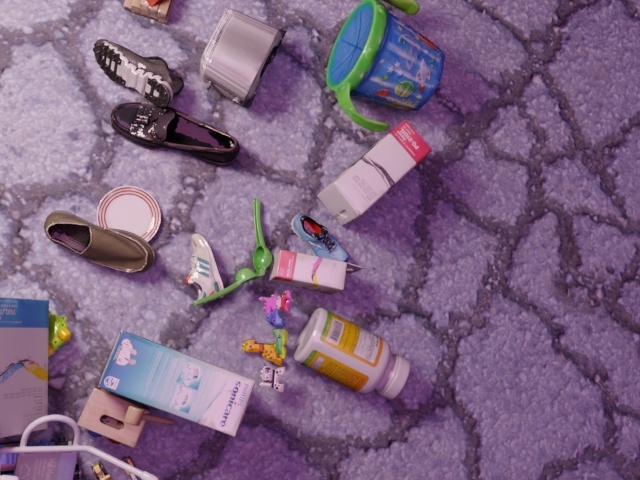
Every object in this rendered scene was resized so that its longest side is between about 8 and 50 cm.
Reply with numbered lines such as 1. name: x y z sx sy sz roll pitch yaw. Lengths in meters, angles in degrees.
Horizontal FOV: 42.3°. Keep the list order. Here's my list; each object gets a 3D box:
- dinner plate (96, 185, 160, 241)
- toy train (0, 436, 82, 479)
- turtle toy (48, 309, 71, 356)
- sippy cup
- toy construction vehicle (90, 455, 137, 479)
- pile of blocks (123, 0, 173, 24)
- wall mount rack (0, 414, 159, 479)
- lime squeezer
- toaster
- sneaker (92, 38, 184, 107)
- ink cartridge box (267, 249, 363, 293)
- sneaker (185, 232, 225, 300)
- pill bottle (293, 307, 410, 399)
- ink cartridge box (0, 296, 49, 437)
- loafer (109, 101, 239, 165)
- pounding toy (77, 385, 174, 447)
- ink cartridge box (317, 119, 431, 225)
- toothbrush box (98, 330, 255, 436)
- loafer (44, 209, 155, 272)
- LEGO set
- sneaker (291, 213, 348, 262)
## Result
1. dinner plate: -0.432 -0.053 1.867 0.141 0.017 0.141 2 83 -14
2. toy train: -0.594 0.468 1.727 0.184 0.080 0.105 -2 77 -14
3. turtle toy: -0.590 0.211 1.766 0.095 0.066 0.130 41 77 18
4. sippy cup: 0.164 -0.422 1.971 0.224 0.240 0.305 21 109 -21
5. toy construction vehicle: -0.436 0.511 1.781 0.086 0.035 0.098 -26 90 -16
6. pile of blocks: -0.320 -0.669 1.928 0.149 0.112 0.362 41 75 -6
7. wall mount rack: -0.498 0.520 1.643 0.304 0.130 0.350 6 116 -24
8. lime squeezer: -0.170 0.051 1.876 0.110 0.058 0.310 49 54 -31
9. toaster: -0.185 -0.434 1.923 0.146 0.129 0.227 26 79 -7
10. sneaker: -0.410 -0.390 1.891 0.234 0.078 0.106 34 39 11
11. ink cartridge box: -0.012 0.078 1.904 0.198 0.115 0.067 11 79 -12
12. sneaker: -0.274 0.064 1.870 0.075 0.057 0.161 -20 91 -21
13. pill bottle: 0.075 0.266 1.890 0.245 0.136 0.136 28 77 -9
14. ink cartridge box: -0.676 0.251 1.641 0.198 0.197 0.270 -4 83 14
15. loafer: -0.325 -0.254 1.879 0.302 0.095 0.109 17 79 -11
16. pounding toy: -0.405 0.382 1.718 0.181 0.206 0.094 25 78 -10
17. ink cartridge box: 0.122 -0.155 1.939 0.237 0.172 0.100 -42 94 -15
18. toothbrush box: -0.307 0.298 1.750 0.295 0.216 0.126 22 79 -12
19. loafer: -0.486 0.013 1.797 0.251 0.087 0.094 18 101 -6
20. LEGO set: -0.126 0.222 1.876 0.093 0.087 0.227 5 88 -10
21. sneaker: 0.000 0.000 1.939 0.162 0.073 0.063 40 75 -6
